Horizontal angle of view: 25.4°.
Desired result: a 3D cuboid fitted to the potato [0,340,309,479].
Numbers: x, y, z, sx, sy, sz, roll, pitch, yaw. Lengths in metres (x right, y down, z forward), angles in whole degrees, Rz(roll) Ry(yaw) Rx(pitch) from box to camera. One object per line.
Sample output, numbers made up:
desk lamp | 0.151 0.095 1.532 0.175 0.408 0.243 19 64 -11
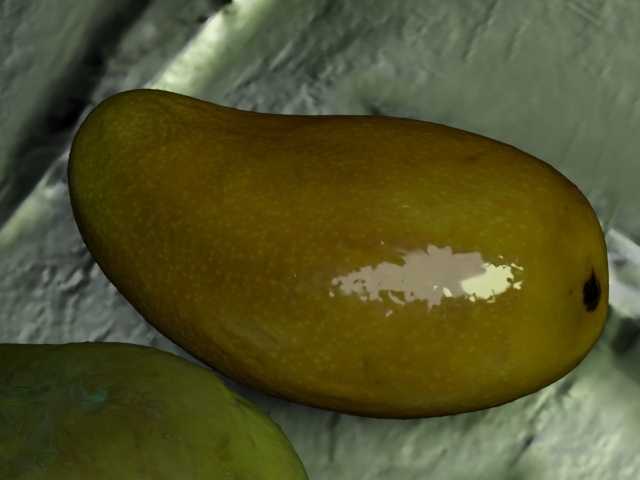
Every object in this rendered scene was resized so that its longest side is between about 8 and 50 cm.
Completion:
potato | -0.122 0.120 0.517 0.248 0.143 0.169 -13 36 5

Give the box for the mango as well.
mango | 0.000 0.000 0.554 0.228 0.099 0.136 18 48 17
